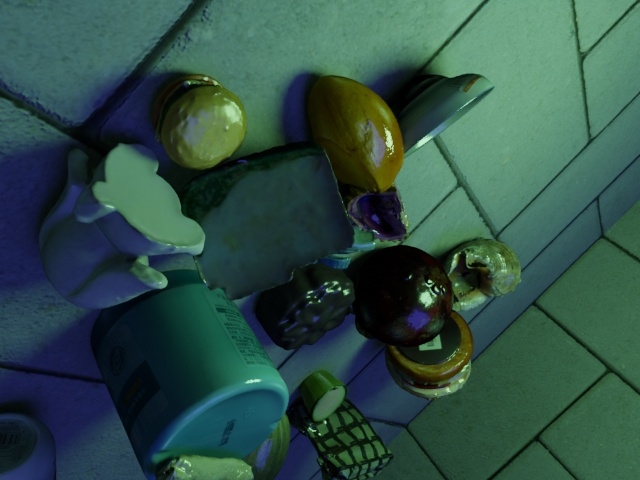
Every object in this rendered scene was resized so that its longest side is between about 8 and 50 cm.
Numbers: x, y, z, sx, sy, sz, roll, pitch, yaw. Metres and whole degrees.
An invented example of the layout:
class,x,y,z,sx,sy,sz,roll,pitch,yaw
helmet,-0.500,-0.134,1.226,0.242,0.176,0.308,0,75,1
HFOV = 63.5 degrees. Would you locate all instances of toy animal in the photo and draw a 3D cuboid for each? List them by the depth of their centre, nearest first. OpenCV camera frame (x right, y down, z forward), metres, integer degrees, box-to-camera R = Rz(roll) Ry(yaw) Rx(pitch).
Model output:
class,x,y,z,sx,sy,sz,roll,pitch,yaw
toy animal,-0.368,-0.006,0.878,0.265,0.272,0.206,-34,174,27

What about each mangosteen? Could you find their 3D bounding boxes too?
class,x,y,z,sx,sy,sz,roll,pitch,yaw
mangosteen,0.224,0.177,1.560,0.306,0.306,0.359,-6,162,-40

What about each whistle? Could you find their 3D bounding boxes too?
class,x,y,z,sx,sy,sz,roll,pitch,yaw
whistle,0.000,0.000,1.255,0.269,0.180,0.093,4,122,-3

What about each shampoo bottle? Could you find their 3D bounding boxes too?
class,x,y,z,sx,sy,sz,roll,pitch,yaw
shampoo bottle,-0.284,0.295,1.137,0.331,0.343,0.331,-26,141,-23

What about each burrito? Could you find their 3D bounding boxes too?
class,x,y,z,sx,sy,sz,roll,pitch,yaw
burrito,-0.226,0.465,1.027,0.082,0.059,0.275,-40,145,10

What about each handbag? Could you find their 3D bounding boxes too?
class,x,y,z,sx,sy,sz,roll,pitch,yaw
handbag,0.066,0.746,1.941,0.327,0.325,0.162,18,112,-51

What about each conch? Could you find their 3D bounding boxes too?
class,x,y,z,sx,sy,sz,roll,pitch,yaw
conch,0.535,0.105,1.843,0.352,0.210,0.297,32,104,-32

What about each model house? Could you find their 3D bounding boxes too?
class,x,y,z,sx,sy,sz,roll,pitch,yaw
model house,-0.103,-0.049,1.052,0.298,0.243,0.284,-19,-174,2

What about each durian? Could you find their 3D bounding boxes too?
class,x,y,z,sx,sy,sz,roll,pitch,yaw
durian,0.154,-0.104,1.308,0.260,0.153,0.186,71,33,-47

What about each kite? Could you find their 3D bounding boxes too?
class,x,y,z,sx,sy,sz,roll,pitch,yaw
kite,0.046,-0.140,1.281,0.232,0.009,0.189,20,114,-50

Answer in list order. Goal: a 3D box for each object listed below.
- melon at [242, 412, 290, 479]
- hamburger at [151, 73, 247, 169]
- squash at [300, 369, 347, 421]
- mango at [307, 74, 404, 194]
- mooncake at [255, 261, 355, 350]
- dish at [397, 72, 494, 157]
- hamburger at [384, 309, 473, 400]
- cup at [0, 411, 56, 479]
class,x,y,z,sx,sy,sz,roll,pitch,yaw
melon,-0.223,0.651,1.649,0.248,0.248,0.329,4,121,-45
hamburger,-0.208,-0.203,0.888,0.162,0.115,0.162,-26,139,-24
squash,0.007,0.548,1.856,0.170,0.123,0.170,-24,140,-23
mango,0.071,-0.234,1.083,0.138,0.187,0.257,-61,145,-34
mooncake,-0.033,0.185,1.435,0.283,0.141,0.283,-25,143,-20
dish,0.248,-0.314,1.194,0.273,0.134,0.273,-36,177,-2
hamburger,0.398,0.406,1.909,0.330,0.330,0.250,-32,138,-14
cup,-0.688,0.532,1.121,0.212,0.212,0.317,-9,131,-38
